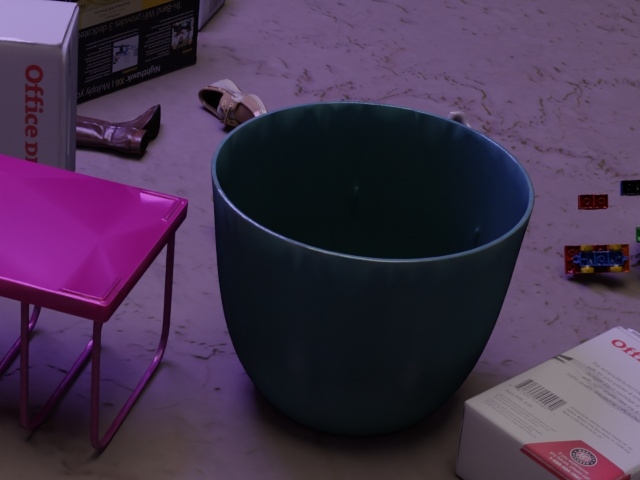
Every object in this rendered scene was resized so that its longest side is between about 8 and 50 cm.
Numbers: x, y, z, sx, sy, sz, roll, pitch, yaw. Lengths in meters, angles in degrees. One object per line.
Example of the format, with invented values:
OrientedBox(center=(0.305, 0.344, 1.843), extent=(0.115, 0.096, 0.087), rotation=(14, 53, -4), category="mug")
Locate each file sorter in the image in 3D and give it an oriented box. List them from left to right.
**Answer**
OrientedBox(center=(-0.297, 0.050, 1.504), extent=(0.291, 0.182, 0.202), rotation=(14, 31, 10), category="file sorter")

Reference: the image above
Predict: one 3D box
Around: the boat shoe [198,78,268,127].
OrientedBox(center=(-0.107, -0.160, 2.009), extent=(0.045, 0.050, 0.135), rotation=(-16, 28, -26), category="boat shoe")

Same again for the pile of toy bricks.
OrientedBox(center=(0.376, -0.007, 1.806), extent=(0.212, 0.118, 0.105), rotation=(-1, -1, 5), category="pile of toy bricks")

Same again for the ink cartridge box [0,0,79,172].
OrientedBox(center=(-0.422, -0.149, 1.765), extent=(0.307, 0.223, 0.129), rotation=(5, 31, -2), category="ink cartridge box")

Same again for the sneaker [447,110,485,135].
OrientedBox(center=(0.167, -0.080, 1.886), extent=(0.069, 0.084, 0.185), rotation=(-2, 32, -13), category="sneaker")

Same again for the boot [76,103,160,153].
OrientedBox(center=(-0.257, -0.141, 1.965), extent=(0.114, 0.037, 0.106), rotation=(7, 29, 11), category="boot")

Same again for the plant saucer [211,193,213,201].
OrientedBox(center=(0.000, 0.000, 1.765), extent=(0.188, 0.045, 0.188), rotation=(-10, 35, -24), category="plant saucer")

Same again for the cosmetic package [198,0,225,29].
OrientedBox(center=(-0.255, -0.373, 2.291), extent=(0.231, 0.085, 0.117), rotation=(14, 32, 10), category="cosmetic package")

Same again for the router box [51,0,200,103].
OrientedBox(center=(-0.284, -0.303, 2.021), extent=(0.081, 0.243, 0.309), rotation=(30, 38, 34), category="router box")

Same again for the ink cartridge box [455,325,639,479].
OrientedBox(center=(0.254, 0.179, 1.476), extent=(0.218, 0.092, 0.158), rotation=(-22, 41, -35), category="ink cartridge box")

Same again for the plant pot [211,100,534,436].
OrientedBox(center=(0.039, 0.039, 1.528), extent=(0.293, 0.235, 0.293), rotation=(4, 31, -2), category="plant pot")
